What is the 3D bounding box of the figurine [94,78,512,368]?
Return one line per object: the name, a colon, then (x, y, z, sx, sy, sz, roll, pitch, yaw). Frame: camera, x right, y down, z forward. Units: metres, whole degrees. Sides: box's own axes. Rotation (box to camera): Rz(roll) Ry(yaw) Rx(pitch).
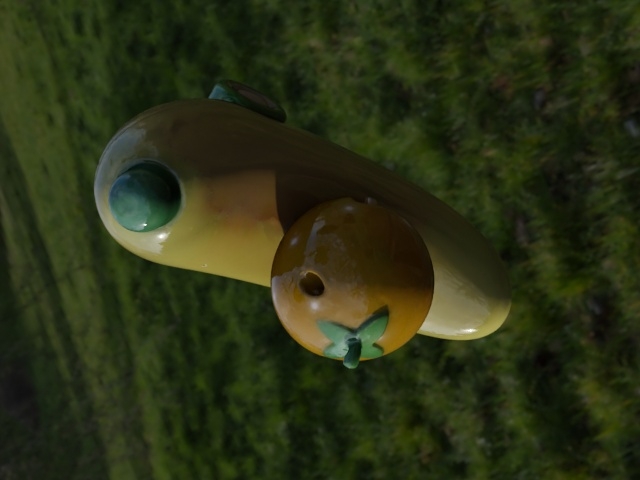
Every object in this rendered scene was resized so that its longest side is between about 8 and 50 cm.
figurine: (0.000, 0.000, 0.844, 0.124, 0.325, 0.222, -62, 22, 13)
